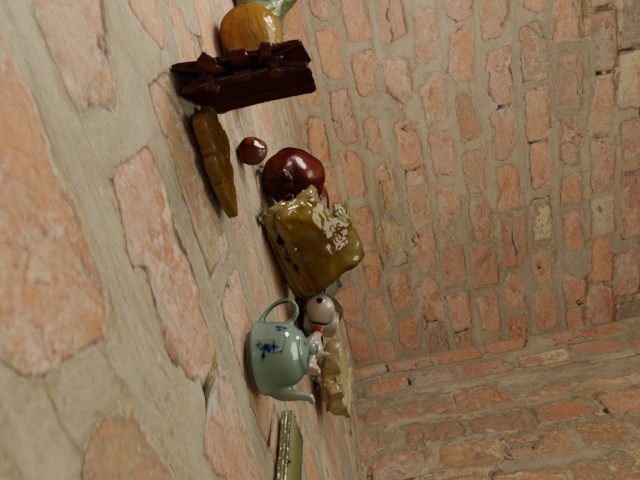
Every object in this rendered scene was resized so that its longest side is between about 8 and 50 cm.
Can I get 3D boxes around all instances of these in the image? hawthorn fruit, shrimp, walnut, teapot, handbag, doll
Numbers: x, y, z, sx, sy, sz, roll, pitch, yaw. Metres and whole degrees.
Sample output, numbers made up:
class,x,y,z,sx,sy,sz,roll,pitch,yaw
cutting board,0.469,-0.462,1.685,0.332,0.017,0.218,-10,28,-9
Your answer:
class,x,y,z,sx,sy,sz,roll,pitch,yaw
hawthorn fruit,-0.090,-0.208,1.465,0.248,0.208,0.208,-27,105,-83
shrimp,-0.030,0.212,1.699,0.145,0.116,0.343,70,17,-61
walnut,-0.194,-0.553,1.281,0.193,0.193,0.226,-95,-179,-51
teapot,-0.077,0.242,0.976,0.159,0.159,0.232,63,17,-71
handbag,-0.140,-0.339,0.943,0.275,0.260,0.084,-65,146,-78
doll,-0.016,0.302,1.472,0.208,0.144,0.271,59,40,-69

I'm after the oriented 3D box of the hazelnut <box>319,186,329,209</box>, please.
class,x,y,z,sx,sy,sz,roll,pitch,yaw
hazelnut,-0.063,-0.126,1.661,0.181,0.212,0.181,-41,110,-49

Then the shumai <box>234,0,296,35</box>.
class,x,y,z,sx,sy,sz,roll,pitch,yaw
shumai,-0.157,-0.885,1.618,0.330,0.292,0.288,-15,80,-49

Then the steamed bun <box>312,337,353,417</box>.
class,x,y,z,sx,sy,sz,roll,pitch,yaw
steamed bun,0.041,0.523,1.708,0.295,0.137,0.292,-34,117,-76

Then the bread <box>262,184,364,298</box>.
class,x,y,z,sx,sy,sz,roll,pitch,yaw
bread,0.000,0.000,1.447,0.314,0.191,0.370,-38,131,-33

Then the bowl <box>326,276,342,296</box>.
class,x,y,z,sx,sy,sz,roll,pitch,yaw
bowl,0.010,0.151,2.025,0.337,0.157,0.337,-12,90,-84

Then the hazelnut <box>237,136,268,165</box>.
class,x,y,z,sx,sy,sz,roll,pitch,yaw
hazelnut,-0.185,-0.245,1.224,0.086,0.086,0.086,-11,90,-85

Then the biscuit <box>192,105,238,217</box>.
class,x,y,z,sx,sy,sz,roll,pitch,yaw
biscuit,-0.216,-0.163,0.940,0.212,0.041,0.239,-127,-154,-89

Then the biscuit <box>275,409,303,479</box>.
class,x,y,z,sx,sy,sz,roll,pitch,yaw
biscuit,-0.071,0.512,1.040,0.199,0.040,0.121,-90,170,-59
